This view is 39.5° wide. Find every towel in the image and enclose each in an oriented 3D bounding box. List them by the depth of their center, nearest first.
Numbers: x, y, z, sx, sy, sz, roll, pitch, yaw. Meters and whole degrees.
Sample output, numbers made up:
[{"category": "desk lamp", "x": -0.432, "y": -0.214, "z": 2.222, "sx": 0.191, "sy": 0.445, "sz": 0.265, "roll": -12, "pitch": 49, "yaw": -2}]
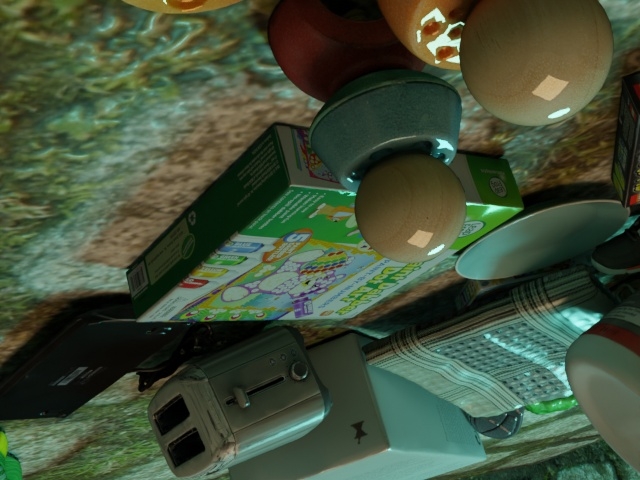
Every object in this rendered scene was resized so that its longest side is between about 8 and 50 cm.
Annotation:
[{"category": "towel", "x": 0.264, "y": 0.154, "z": 1.150, "sx": 0.312, "sy": 0.056, "sz": 0.324, "roll": -24, "pitch": 144, "yaw": 28}]

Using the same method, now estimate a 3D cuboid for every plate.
[{"category": "plate", "x": 0.229, "y": -0.007, "z": 0.935, "sx": 0.188, "sy": 0.024, "sz": 0.188, "roll": -14, "pitch": 158, "yaw": -6}]

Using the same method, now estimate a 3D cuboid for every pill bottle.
[{"category": "pill bottle", "x": 0.466, "y": 0.093, "z": 0.969, "sx": 0.363, "sy": 0.210, "sz": 0.210, "roll": -36, "pitch": 161, "yaw": -12}]

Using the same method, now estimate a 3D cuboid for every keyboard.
[{"category": "keyboard", "x": -0.233, "y": 0.134, "z": 0.964, "sx": 0.202, "sy": 0.033, "sz": 0.317, "roll": 6, "pitch": 151, "yaw": -40}]

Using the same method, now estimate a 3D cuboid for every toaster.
[{"category": "toaster", "x": -0.102, "y": 0.192, "z": 1.025, "sx": 0.147, "sy": 0.129, "sz": 0.227, "roll": -18, "pitch": 168, "yaw": -33}]

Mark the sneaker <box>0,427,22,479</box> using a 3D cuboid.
[{"category": "sneaker", "x": -0.475, "y": 0.364, "z": 1.207, "sx": 0.134, "sy": 0.146, "sz": 0.343, "roll": -9, "pitch": 158, "yaw": -17}]

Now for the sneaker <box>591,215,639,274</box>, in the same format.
[{"category": "sneaker", "x": 0.364, "y": -0.020, "z": 0.967, "sx": 0.158, "sy": 0.061, "sz": 0.064, "roll": -26, "pitch": 121, "yaw": 10}]

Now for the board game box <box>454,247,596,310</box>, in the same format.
[{"category": "board game box", "x": 0.250, "y": 0.051, "z": 1.084, "sx": 0.154, "sy": 0.026, "sz": 0.103, "roll": -11, "pitch": 158, "yaw": -11}]

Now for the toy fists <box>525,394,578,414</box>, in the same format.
[{"category": "toy fists", "x": 0.499, "y": 0.246, "z": 1.640, "sx": 0.279, "sy": 0.096, "sz": 0.142, "roll": -16, "pitch": 168, "yaw": -2}]

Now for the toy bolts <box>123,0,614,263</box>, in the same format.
[{"category": "toy bolts", "x": 0.015, "y": -0.082, "z": 0.427, "sx": 0.218, "sy": 0.158, "sz": 0.228, "roll": -13, "pitch": 158, "yaw": -5}]

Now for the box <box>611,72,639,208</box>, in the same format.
[{"category": "box", "x": 0.312, "y": -0.095, "z": 0.758, "sx": 0.114, "sy": 0.036, "sz": 0.207, "roll": -18, "pitch": 158, "yaw": 8}]

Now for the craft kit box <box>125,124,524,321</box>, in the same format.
[{"category": "craft kit box", "x": 0.000, "y": 0.000, "z": 0.763, "sx": 0.247, "sy": 0.060, "sz": 0.250, "roll": 0, "pitch": 154, "yaw": -39}]

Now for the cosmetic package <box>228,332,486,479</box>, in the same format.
[{"category": "cosmetic package", "x": 0.063, "y": 0.278, "z": 1.331, "sx": 0.230, "sy": 0.161, "sz": 0.453, "roll": -23, "pitch": 158, "yaw": 19}]

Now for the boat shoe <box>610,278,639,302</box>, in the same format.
[{"category": "boat shoe", "x": 0.434, "y": 0.118, "z": 1.265, "sx": 0.089, "sy": 0.104, "sz": 0.285, "roll": -3, "pitch": 157, "yaw": -28}]

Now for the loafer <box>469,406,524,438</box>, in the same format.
[{"category": "loafer", "x": 0.290, "y": 0.189, "z": 1.358, "sx": 0.109, "sy": 0.095, "sz": 0.302, "roll": 16, "pitch": 138, "yaw": 8}]
